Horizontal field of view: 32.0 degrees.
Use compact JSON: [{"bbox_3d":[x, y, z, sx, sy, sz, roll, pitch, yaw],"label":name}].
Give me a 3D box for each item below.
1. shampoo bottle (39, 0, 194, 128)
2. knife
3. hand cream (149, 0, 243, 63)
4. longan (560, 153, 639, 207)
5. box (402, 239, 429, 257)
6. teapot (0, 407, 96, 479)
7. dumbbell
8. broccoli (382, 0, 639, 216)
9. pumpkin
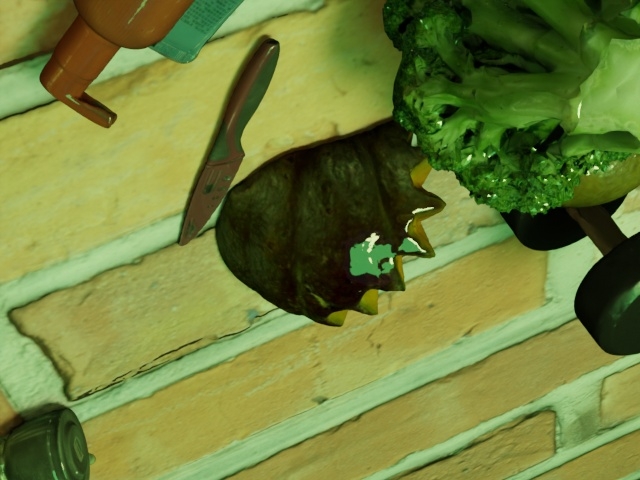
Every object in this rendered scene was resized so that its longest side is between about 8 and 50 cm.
[{"bbox_3d":[-0.120,-0.194,0.796,0.085,0.085,0.244,17,123,-44],"label":"shampoo bottle"},{"bbox_3d":[-0.084,-0.082,1.006,0.035,0.018,0.247,-4,139,-34],"label":"knife"},{"bbox_3d":[-0.058,-0.222,0.846,0.224,0.048,0.083,-40,142,23],"label":"hand cream"},{"bbox_3d":[0.251,-0.116,1.071,0.154,0.145,0.176,24,100,-25],"label":"longan"},{"bbox_3d":[0.069,0.003,1.192,0.083,0.024,0.053,-32,143,7],"label":"box"},{"bbox_3d":[-0.293,0.239,1.182,0.090,0.092,0.124,-11,136,4],"label":"teapot"},{"bbox_3d":[0.299,-0.004,1.172,0.152,0.218,0.152,-18,141,-16],"label":"dumbbell"},{"bbox_3d":[0.200,-0.154,0.879,0.307,0.275,0.308,-6,115,-12],"label":"broccoli"},{"bbox_3d":[0.000,0.000,1.059,0.149,0.130,0.254,10,130,-40],"label":"pumpkin"}]
